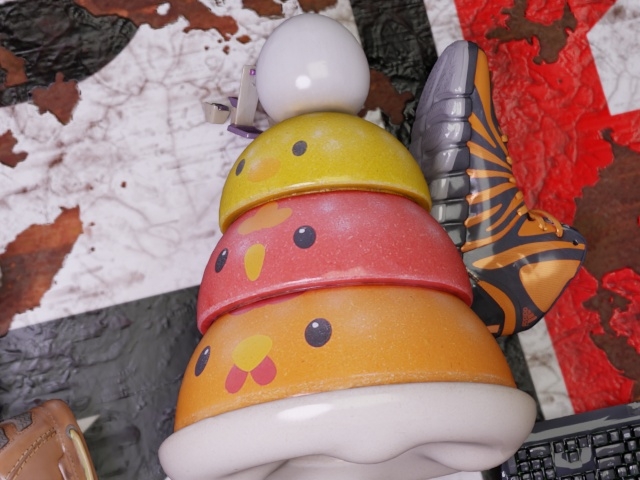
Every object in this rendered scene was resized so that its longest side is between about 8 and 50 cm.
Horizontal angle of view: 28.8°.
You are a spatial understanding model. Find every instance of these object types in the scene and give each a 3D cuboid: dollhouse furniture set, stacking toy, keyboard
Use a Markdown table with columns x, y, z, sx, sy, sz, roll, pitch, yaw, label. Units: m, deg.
| x | y | z | sx | sy | sz | roll | pitch | yaw | label |
| --- | --- | --- | --- | --- | --- | --- | --- | --- | --- |
| -0.052 | -0.156 | 1.353 | 0.114 | 0.091 | 0.081 | 1 | 106 | -38 | dollhouse furniture set |
| 0.000 | 0.000 | 1.219 | 0.350 | 0.350 | 0.480 | -4 | 70 | -11 | stacking toy |
| 0.356 | 0.272 | 1.333 | 0.317 | 0.033 | 0.202 | -11 | 92 | -1 | keyboard |

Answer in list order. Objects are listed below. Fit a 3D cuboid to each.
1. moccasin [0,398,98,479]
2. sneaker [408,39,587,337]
| x | y | z | sx | sy | sz | roll | pitch | yaw | label |
| --- | --- | --- | --- | --- | --- | --- | --- | --- | --- |
| -0.211 | 0.330 | 1.170 | 0.147 | 0.139 | 0.380 | -31 | 103 | -39 | moccasin |
| 0.194 | -0.051 | 1.361 | 0.180 | 0.124 | 0.321 | 5 | 89 | -14 | sneaker |
